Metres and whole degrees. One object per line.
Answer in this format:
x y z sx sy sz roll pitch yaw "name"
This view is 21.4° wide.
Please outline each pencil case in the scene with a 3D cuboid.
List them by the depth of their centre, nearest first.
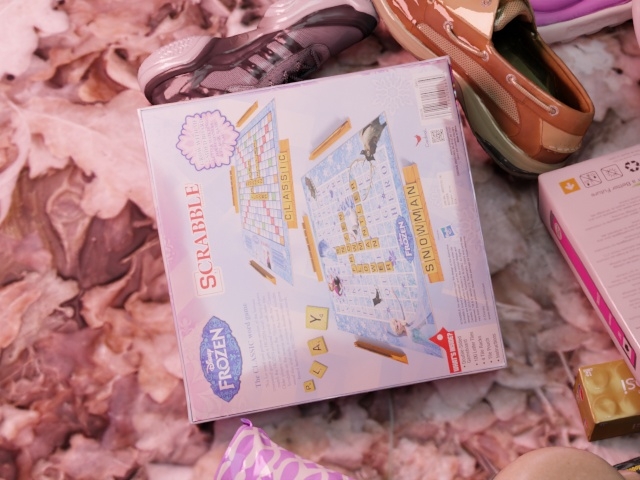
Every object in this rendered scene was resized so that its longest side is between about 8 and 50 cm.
0.000 0.246 1.610 0.206 0.086 0.088 22 75 11 "pencil case"

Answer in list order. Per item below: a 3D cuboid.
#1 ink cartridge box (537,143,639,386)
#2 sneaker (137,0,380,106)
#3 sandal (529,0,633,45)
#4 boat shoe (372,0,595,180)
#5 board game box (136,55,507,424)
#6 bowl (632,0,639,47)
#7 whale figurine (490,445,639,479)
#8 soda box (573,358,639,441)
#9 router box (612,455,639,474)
0.364 0.052 1.651 0.175 0.069 0.371 -17 48 -9 "ink cartridge box"
-0.050 -0.160 1.798 0.268 0.101 0.153 -19 67 -1 "sneaker"
0.367 -0.340 1.865 0.416 0.102 0.169 -33 68 -13 "sandal"
0.175 -0.218 1.776 0.122 0.120 0.324 -26 74 -45 "boat shoe"
0.000 0.000 1.684 0.318 0.066 0.319 -9 84 -3 "board game box"
0.439 -0.258 1.775 0.297 0.134 0.298 -5 106 -19 "bowl"
0.250 0.305 1.516 0.272 0.141 0.216 29 47 -11 "whale figurine"
0.344 0.145 1.663 0.181 0.058 0.061 -11 65 -3 "soda box"
0.272 0.287 1.605 0.179 0.046 0.133 -18 67 -7 "router box"
